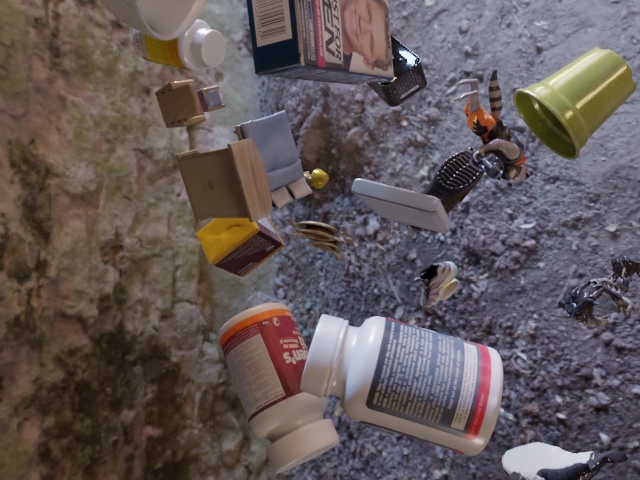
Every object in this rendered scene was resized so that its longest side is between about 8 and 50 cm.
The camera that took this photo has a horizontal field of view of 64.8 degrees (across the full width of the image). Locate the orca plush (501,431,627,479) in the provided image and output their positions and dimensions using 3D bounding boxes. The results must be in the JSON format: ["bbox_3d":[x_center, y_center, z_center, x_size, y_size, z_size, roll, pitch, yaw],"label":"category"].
[{"bbox_3d":[0.484,0.464,1.001,0.102,0.151,0.287,49,138,6],"label":"orca plush"}]

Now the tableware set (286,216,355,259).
[{"bbox_3d":[0.000,0.000,1.078,0.194,0.128,0.039,53,-133,-75],"label":"tableware set"}]

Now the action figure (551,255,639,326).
[{"bbox_3d":[0.766,0.160,1.366,0.141,0.276,0.164,53,166,8],"label":"action figure"}]

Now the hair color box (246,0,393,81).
[{"bbox_3d":[0.015,-0.390,0.935,0.105,0.347,0.173,1,103,32],"label":"hair color box"}]

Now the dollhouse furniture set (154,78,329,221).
[{"bbox_3d":[-0.103,-0.193,0.986,0.198,0.303,0.286,2,112,47],"label":"dollhouse furniture set"}]

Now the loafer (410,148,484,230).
[{"bbox_3d":[0.450,-0.177,1.812,0.366,0.130,0.134,-44,69,4],"label":"loafer"}]

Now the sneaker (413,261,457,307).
[{"bbox_3d":[0.183,0.074,0.863,0.038,0.069,0.098,54,130,45],"label":"sneaker"}]

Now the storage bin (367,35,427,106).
[{"bbox_3d":[0.193,-0.465,1.378,0.122,0.084,0.180,-35,51,3],"label":"storage bin"}]

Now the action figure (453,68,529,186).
[{"bbox_3d":[0.499,-0.294,1.433,0.179,0.330,0.341,-31,18,15],"label":"action figure"}]

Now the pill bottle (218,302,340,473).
[{"bbox_3d":[-0.062,0.214,0.749,0.221,0.121,0.121,63,143,25],"label":"pill bottle"}]

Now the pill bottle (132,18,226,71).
[{"bbox_3d":[-0.336,-0.474,1.211,0.215,0.117,0.117,20,110,26],"label":"pill bottle"}]

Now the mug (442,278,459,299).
[{"bbox_3d":[0.290,0.100,1.227,0.062,0.078,0.064,-50,55,10],"label":"mug"}]

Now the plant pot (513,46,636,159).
[{"bbox_3d":[0.778,-0.429,1.522,0.254,0.276,0.276,-40,44,10],"label":"plant pot"}]

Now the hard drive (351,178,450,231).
[{"bbox_3d":[0.246,-0.092,1.463,0.233,0.353,0.047,16,87,20],"label":"hard drive"}]

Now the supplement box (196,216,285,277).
[{"bbox_3d":[-0.258,-0.001,1.651,0.191,0.194,0.129,-36,62,10],"label":"supplement box"}]

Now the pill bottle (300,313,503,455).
[{"bbox_3d":[0.077,0.136,0.507,0.108,0.180,0.107,15,-90,-85],"label":"pill bottle"}]

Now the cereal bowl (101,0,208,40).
[{"bbox_3d":[-0.236,-0.470,0.704,0.339,0.141,0.338,-158,90,-90],"label":"cereal bowl"}]
